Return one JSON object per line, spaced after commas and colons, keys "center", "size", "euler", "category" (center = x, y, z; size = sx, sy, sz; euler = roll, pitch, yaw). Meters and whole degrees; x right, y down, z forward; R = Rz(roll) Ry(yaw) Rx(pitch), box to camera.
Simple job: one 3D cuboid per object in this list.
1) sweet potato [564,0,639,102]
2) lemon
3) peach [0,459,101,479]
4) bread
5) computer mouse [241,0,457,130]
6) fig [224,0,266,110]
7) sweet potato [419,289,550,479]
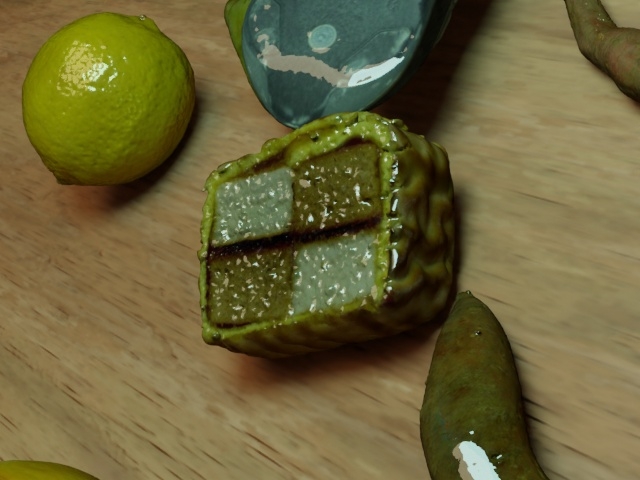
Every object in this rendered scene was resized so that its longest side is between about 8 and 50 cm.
{"center": [0.231, -0.160, 0.966], "size": [0.050, 0.050, 0.214], "euler": [-40, 35, 12], "category": "sweet potato"}
{"center": [-0.228, -0.146, 1.304], "size": [0.203, 0.178, 0.178], "euler": [-60, 37, 7], "category": "lemon"}
{"center": [-0.216, 0.316, 0.828], "size": [0.289, 0.289, 0.308], "euler": [-40, 66, 11], "category": "peach"}
{"center": [0.000, 0.000, 0.991], "size": [0.222, 0.096, 0.181], "euler": [-16, 68, 36], "category": "bread"}
{"center": [0.066, -0.252, 1.074], "size": [0.167, 0.090, 0.379], "euler": [23, 77, 26], "category": "computer mouse"}
{"center": [-0.022, -0.192, 1.179], "size": [0.154, 0.144, 0.165], "euler": [9, 69, 7], "category": "fig"}
{"center": [0.129, 0.150, 0.778], "size": [0.108, 0.079, 0.346], "euler": [-34, 41, -1], "category": "sweet potato"}
